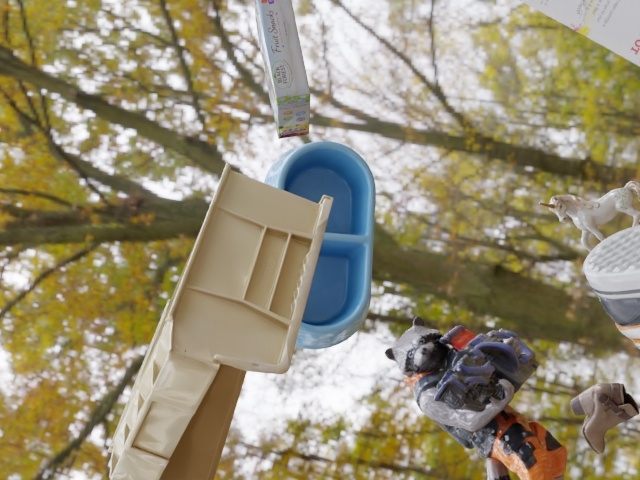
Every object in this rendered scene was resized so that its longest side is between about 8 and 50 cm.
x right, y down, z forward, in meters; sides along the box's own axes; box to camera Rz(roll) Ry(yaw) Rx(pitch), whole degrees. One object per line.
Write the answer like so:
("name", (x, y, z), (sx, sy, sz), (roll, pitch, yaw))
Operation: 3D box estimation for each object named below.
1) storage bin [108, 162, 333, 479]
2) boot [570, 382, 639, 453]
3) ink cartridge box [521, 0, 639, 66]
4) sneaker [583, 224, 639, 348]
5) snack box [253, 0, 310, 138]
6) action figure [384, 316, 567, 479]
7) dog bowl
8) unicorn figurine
("storage bin", (-0.109, 0.103, 1.083), (0.260, 0.123, 0.262), (-76, 11, -45))
("boot", (0.423, 0.259, 1.505), (0.118, 0.087, 0.042), (57, -150, -23))
("ink cartridge box", (0.422, -0.427, 1.477), (0.197, 0.270, 0.198), (-53, -10, -30))
("sneaker", (0.400, 0.044, 0.936), (0.126, 0.321, 0.127), (-42, -71, -29))
("snack box", (-0.039, -0.185, 1.019), (0.100, 0.037, 0.141), (89, 170, -74))
("action figure", (0.201, 0.239, 1.302), (0.178, 0.330, 0.341), (-48, -20, 20))
("dog bowl", (0.000, 0.000, 1.428), (0.074, 0.165, 0.297), (133, 141, -77))
("unicorn figurine", (0.397, -0.034, 1.468), (0.111, 0.161, 0.060), (63, 172, 4))
